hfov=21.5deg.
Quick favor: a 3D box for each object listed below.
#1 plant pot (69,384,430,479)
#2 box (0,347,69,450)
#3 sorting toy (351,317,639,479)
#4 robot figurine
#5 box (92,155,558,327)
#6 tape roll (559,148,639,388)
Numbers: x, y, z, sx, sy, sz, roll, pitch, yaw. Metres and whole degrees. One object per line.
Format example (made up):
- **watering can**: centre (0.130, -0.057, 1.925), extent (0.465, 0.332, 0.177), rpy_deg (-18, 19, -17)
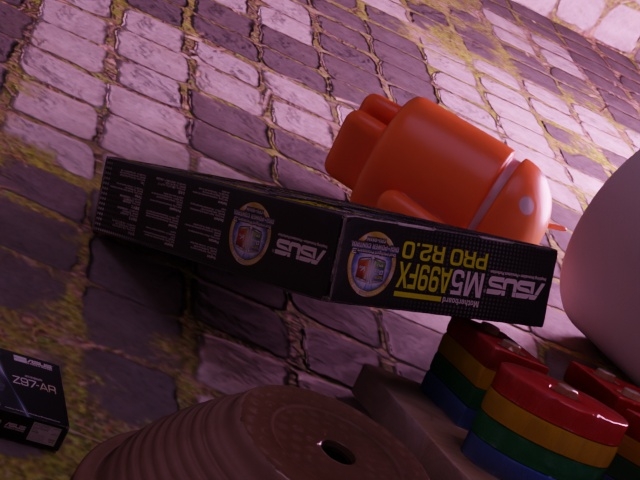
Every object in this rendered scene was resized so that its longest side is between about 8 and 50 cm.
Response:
- **plant pot**: centre (-0.014, 0.154, 0.902), extent (0.237, 0.110, 0.237), rpy_deg (26, 19, -10)
- **box**: centre (-0.188, 0.085, 0.966), extent (0.083, 0.018, 0.067), rpy_deg (20, 22, -23)
- **sorting toy**: centre (0.181, 0.142, 1.127), extent (0.257, 0.089, 0.255), rpy_deg (23, 6, -18)
- **robot figurine**: centre (0.116, -0.047, 1.524), extent (0.219, 0.128, 0.158), rpy_deg (32, -4, 8)
- **box**: centre (0.000, 0.000, 1.215), extent (0.216, 0.060, 0.270), rpy_deg (8, 4, -43)
- **tape roll**: centre (0.355, 0.034, 1.477), extent (0.246, 0.246, 0.169), rpy_deg (9, 28, -43)
